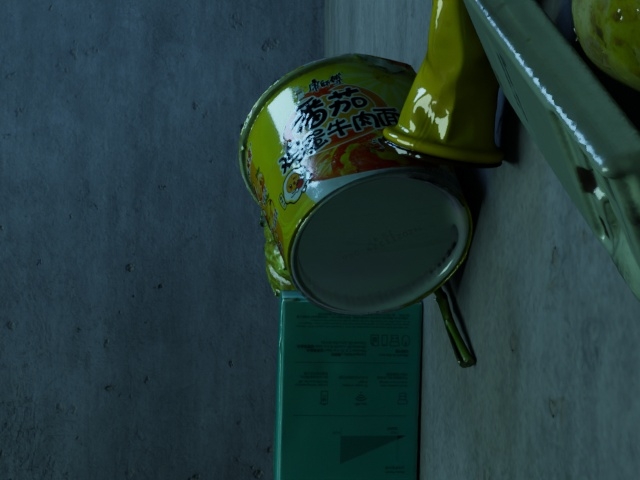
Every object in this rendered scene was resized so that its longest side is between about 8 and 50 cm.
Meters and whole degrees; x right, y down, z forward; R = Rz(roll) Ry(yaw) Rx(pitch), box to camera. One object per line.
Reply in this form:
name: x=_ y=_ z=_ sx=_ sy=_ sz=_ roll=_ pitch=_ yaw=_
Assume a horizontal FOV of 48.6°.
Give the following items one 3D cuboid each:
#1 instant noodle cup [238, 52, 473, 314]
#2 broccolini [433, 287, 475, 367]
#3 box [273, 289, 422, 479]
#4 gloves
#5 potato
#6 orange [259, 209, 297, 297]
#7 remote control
instant noodle cup: x=0.043 y=-0.051 z=0.816 sx=0.200 sy=0.264 sz=0.264 roll=-106 pitch=16 yaw=-47
broccolini: x=0.143 y=0.074 z=0.837 sx=0.218 sy=0.044 sz=0.042 roll=-105 pitch=31 yaw=-53
box: x=0.035 y=0.229 z=1.033 sx=0.118 sy=0.205 sz=0.311 roll=-154 pitch=65 yaw=-86
gloves: x=0.136 y=-0.220 z=0.622 sx=0.133 sy=0.116 sz=0.294 roll=-120 pitch=37 yaw=-66
potato: x=0.166 y=-0.113 z=0.341 sx=0.138 sy=0.070 sz=0.091 roll=-95 pitch=-11 yaw=-63
orange: x=0.000 y=0.000 z=1.398 sx=0.300 sy=0.223 sz=0.301 roll=-76 pitch=-12 yaw=-60
remote control: x=0.154 y=-0.082 z=0.448 sx=0.123 sy=0.038 sz=0.285 roll=55 pitch=-164 yaw=-34
